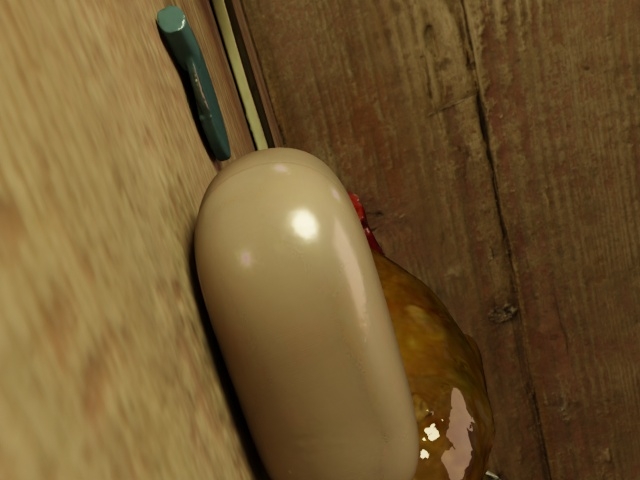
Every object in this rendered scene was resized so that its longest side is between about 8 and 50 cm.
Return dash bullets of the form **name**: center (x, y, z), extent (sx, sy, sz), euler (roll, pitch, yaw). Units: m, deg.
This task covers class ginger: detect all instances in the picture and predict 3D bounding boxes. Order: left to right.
- **ginger**: center (0.057, 0.127, 0.752), extent (0.165, 0.172, 0.321), euler (-57, -144, 34)

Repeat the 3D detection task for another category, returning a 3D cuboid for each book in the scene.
- **book**: center (-0.099, -0.200, 1.238), extent (0.217, 0.021, 0.310), euler (-100, 173, -75)

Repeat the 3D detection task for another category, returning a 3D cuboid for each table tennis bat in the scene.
- **table tennis bat**: center (-0.088, -0.116, 0.617), extent (0.155, 0.019, 0.100), euler (76, -1, -71)

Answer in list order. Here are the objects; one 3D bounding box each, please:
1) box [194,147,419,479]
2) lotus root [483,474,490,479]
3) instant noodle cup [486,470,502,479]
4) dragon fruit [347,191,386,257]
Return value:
- **box**: center (-0.006, 0.049, 0.455), extent (0.146, 0.088, 0.200), euler (-100, 173, -71)
- **lotus root**: center (0.124, 0.323, 0.824), extent (0.160, 0.152, 0.275), euler (-13, 85, -45)
- **instant noodle cup**: center (0.124, 0.359, 0.981), extent (0.126, 0.177, 0.208), euler (-84, -166, -45)
- **dragon fruit**: center (0.009, -0.008, 1.048), extent (0.274, 0.126, 0.161), euler (-102, 176, -82)
